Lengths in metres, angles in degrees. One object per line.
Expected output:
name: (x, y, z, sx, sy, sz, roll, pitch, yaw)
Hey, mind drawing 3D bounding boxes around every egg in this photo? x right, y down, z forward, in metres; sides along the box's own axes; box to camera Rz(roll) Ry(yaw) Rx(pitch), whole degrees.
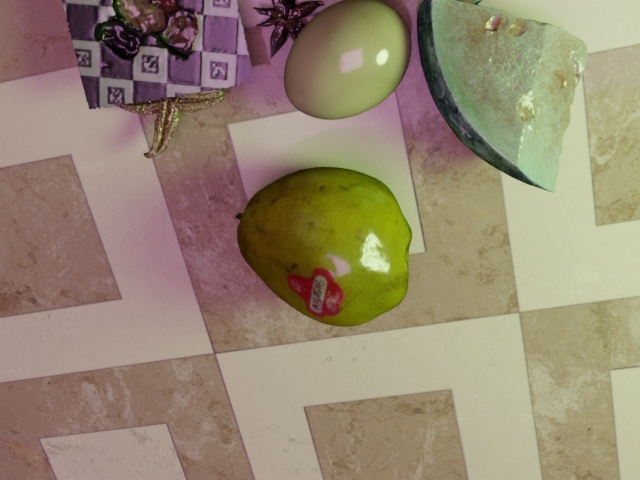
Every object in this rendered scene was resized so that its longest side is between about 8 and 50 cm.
egg: (0.044, -0.309, 1.339, 0.241, 0.186, 0.186, -31, 107, 29)

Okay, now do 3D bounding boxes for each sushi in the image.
sushi: (-0.299, -0.424, 1.396, 0.319, 0.069, 0.340, -10, 105, 9)

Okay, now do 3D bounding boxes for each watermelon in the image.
watermelon: (0.325, -0.270, 1.317, 0.258, 0.228, 0.387, -33, 98, 10)

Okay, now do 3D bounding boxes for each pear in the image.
pear: (0.000, 0.000, 1.445, 0.375, 0.287, 0.288, 16, 116, 21)

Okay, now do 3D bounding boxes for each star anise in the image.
star anise: (-0.066, -0.386, 1.387, 0.124, 0.056, 0.129, 24, 114, -5)

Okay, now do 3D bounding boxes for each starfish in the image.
starfish: (-0.297, -0.271, 1.470, 0.227, 0.043, 0.241, 21, 100, 10)

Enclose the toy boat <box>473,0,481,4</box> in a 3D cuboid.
toy boat: (0.189, -0.528, 1.280, 0.291, 0.070, 0.210, 13, 97, -17)
